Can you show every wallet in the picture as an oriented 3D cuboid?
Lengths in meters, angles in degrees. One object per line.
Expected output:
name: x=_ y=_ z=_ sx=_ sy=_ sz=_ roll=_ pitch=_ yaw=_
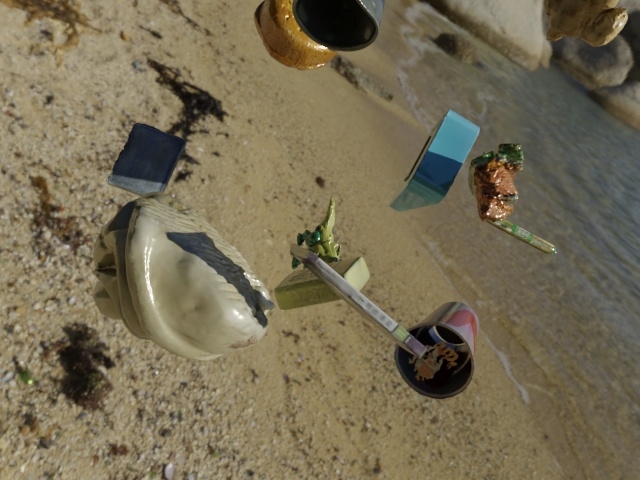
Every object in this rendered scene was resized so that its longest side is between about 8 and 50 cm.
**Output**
wallet: x=-0.510 y=-0.234 z=1.715 sx=0.167 sy=0.036 sz=0.222 roll=19 pitch=71 yaw=-3

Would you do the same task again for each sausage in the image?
sausage: x=0.539 y=-0.022 z=1.582 sx=0.269 sy=0.033 sz=0.033 roll=26 pitch=30 yaw=-13

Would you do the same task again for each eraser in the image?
eraser: x=0.004 y=0.088 z=1.188 sx=0.117 sy=0.172 sz=0.058 roll=-39 pitch=112 yaw=-59

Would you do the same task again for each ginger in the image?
ginger: x=0.412 y=-0.389 z=0.889 sx=0.059 sy=0.214 sz=0.133 roll=-37 pitch=51 yaw=-24

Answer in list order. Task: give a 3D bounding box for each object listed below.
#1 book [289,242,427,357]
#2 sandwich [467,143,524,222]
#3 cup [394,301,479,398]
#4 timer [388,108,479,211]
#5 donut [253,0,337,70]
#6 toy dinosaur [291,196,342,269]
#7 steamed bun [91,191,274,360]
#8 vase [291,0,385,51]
book: x=0.048 y=0.090 z=0.898 sx=0.231 sy=0.026 sz=0.157 roll=41 pitch=-5 yaw=-12
sandwich: x=0.382 y=-0.110 z=1.248 sx=0.185 sy=0.109 sz=0.160 roll=58 pitch=25 yaw=-68
cup: x=0.332 y=0.265 z=1.528 sx=0.203 sy=0.203 sz=0.288 roll=39 pitch=23 yaw=11
timer: x=0.275 y=-0.185 z=1.456 sx=0.091 sy=0.232 sz=0.250 roll=29 pitch=-11 yaw=-4
donut: x=-0.046 y=-0.524 z=1.417 sx=0.227 sy=0.114 sz=0.226 roll=11 pitch=66 yaw=-26
toy dinosaur: x=0.000 y=0.000 z=1.659 sx=0.094 sy=0.153 sz=0.259 roll=28 pitch=57 yaw=-49
steamed bun: x=-0.255 y=0.084 z=1.012 sx=0.324 sy=0.219 sz=0.310 roll=46 pitch=6 yaw=-4
vase: x=0.060 y=-0.488 z=1.053 sx=0.156 sy=0.251 sz=0.300 roll=17 pitch=68 yaw=0
